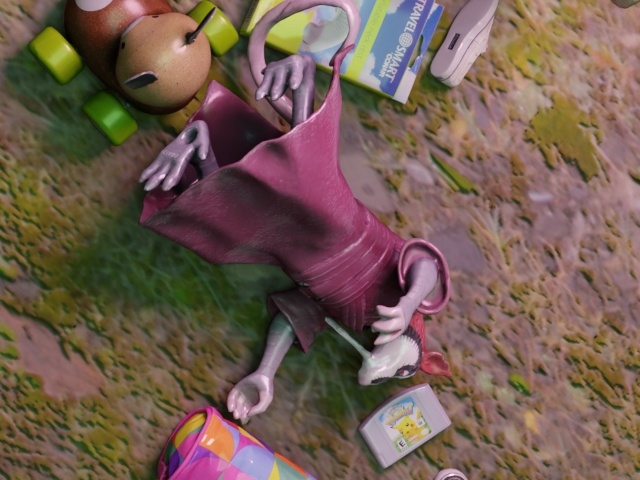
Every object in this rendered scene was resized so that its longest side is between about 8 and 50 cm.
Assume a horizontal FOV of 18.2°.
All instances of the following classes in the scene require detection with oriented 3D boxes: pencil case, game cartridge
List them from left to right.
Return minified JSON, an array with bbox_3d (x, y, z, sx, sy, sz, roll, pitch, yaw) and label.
[{"bbox_3d":[-0.046,0.256,1.892,0.236,0.104,0.104,38,86,-14],"label":"pencil case"},{"bbox_3d":[0.081,0.179,1.958,0.083,0.017,0.056,-33,100,-9],"label":"game cartridge"}]

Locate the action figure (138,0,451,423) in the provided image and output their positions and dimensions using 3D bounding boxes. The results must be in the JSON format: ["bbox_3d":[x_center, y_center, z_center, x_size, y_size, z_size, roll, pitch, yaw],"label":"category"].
[{"bbox_3d":[0.000,0.000,1.855,0.370,0.248,0.275,47,44,-34],"label":"action figure"}]

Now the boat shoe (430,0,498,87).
[{"bbox_3d":[0.145,-0.192,1.926,0.035,0.035,0.100,36,82,-43],"label":"boat shoe"}]

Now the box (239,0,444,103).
[{"bbox_3d":[0.026,-0.209,1.885,0.178,0.042,0.109,22,91,-15],"label":"box"}]

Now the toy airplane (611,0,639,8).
[{"bbox_3d":[0.144,-0.388,1.721,0.272,0.386,0.384,-12,100,-28],"label":"toy airplane"}]

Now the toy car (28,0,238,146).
[{"bbox_3d":[-0.153,-0.174,1.766,0.155,0.188,0.149,-43,105,-7],"label":"toy car"}]

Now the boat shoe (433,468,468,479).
[{"bbox_3d":[0.136,0.297,1.972,0.049,0.040,0.142,-5,98,-14],"label":"boat shoe"}]
